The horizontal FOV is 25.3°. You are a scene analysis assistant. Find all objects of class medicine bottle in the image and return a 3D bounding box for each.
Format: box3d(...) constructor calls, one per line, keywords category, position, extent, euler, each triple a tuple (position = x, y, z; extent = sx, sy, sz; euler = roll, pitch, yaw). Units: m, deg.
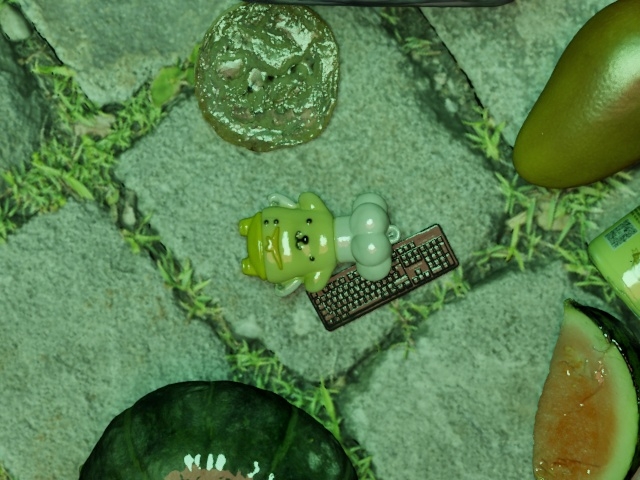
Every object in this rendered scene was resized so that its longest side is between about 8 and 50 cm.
box3d(category="medicine bottle", position=(0.382, -0.017, 1.369), extent=(0.239, 0.124, 0.124), euler=(-38, 95, 9))

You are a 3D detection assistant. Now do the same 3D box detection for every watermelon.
box3d(category="watermelon", position=(0.277, 0.181, 1.445), extent=(0.119, 0.063, 0.245), euler=(9, 106, 21))

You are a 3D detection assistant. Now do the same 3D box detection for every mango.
box3d(category="mango", position=(0.285, -0.146, 1.359), extent=(0.253, 0.113, 0.138), euler=(-39, 99, 16))

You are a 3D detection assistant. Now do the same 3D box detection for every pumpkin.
box3d(category="pumpkin", position=(-0.105, 0.290, 1.410), extent=(0.300, 0.207, 0.300), euler=(0, 107, -1))

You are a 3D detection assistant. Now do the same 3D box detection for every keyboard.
box3d(category="keyboard", position=(0.063, 0.038, 1.455), extent=(0.155, 0.010, 0.053), euler=(-28, 95, 8))

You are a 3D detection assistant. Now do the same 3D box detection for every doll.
box3d(category="doll", position=(0.000, 0.000, 1.425), extent=(0.162, 0.062, 0.106), euler=(-5, 86, 5))

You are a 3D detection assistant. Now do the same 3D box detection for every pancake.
box3d(category="pancake", position=(-0.053, -0.165, 1.421), extent=(0.158, 0.028, 0.158), euler=(0, 101, 1))

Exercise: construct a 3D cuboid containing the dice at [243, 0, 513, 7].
box3d(category="dice", position=(0.051, -0.343, 1.259), extent=(0.270, 0.271, 0.270), euler=(2, 99, 4))
